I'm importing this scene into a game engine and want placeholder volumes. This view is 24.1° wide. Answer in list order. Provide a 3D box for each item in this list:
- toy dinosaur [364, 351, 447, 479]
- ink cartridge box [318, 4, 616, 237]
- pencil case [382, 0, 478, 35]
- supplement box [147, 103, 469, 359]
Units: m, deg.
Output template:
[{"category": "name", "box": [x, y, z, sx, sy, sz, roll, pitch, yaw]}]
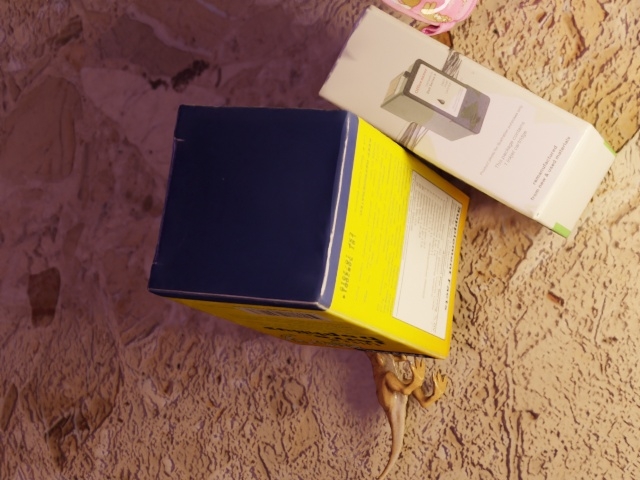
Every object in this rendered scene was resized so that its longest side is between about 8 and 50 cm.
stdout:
[{"category": "toy dinosaur", "box": [0.088, 0.183, 1.753, 0.112, 0.064, 0.211, -21, 75, 37]}, {"category": "ink cartridge box", "box": [0.160, -0.124, 1.598, 0.273, 0.198, 0.114, 32, 95, 19]}, {"category": "pencil case", "box": [0.166, -0.415, 1.602, 0.386, 0.160, 0.167, -59, 37, 18]}, {"category": "supplement box", "box": [0.000, 0.000, 1.583, 0.195, 0.356, 0.194, 4, 79, 26]}]
